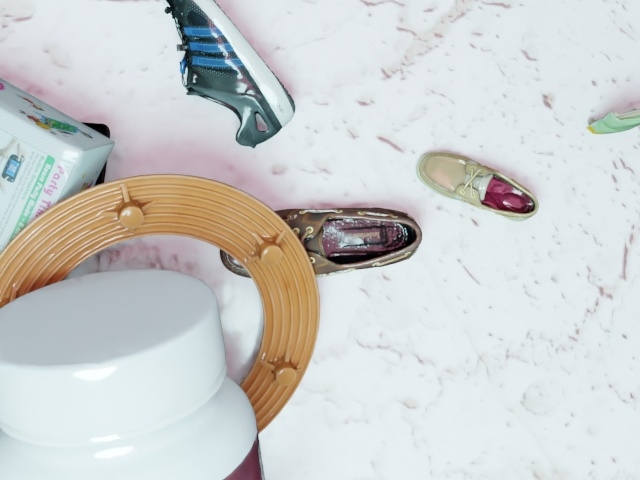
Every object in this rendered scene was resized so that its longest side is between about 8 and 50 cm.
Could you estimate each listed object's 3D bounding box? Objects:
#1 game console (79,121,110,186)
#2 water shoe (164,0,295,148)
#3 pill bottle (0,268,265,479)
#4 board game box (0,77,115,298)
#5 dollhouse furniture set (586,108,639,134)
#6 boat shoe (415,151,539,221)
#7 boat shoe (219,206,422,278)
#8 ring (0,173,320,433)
[{"bbox_3d":[-0.272,-0.061,0.959,0.107,0.071,0.122,8,90,-25],"label":"game console"},{"bbox_3d":[-0.112,-0.182,0.976,0.080,0.073,0.203,-41,94,-1],"label":"water shoe"},{"bbox_3d":[-0.153,0.238,0.830,0.224,0.224,0.392,-9,111,-5],"label":"pill bottle"},{"bbox_3d":[-0.380,-0.063,0.906,0.303,0.097,0.224,29,103,1],"label":"board game box"},{"bbox_3d":[0.361,-0.116,1.023,0.151,0.076,0.059,-13,92,-6],"label":"dollhouse furniture set"},{"bbox_3d":[0.166,-0.059,1.019,0.135,0.045,0.050,19,89,-6],"label":"boat shoe"},{"bbox_3d":[0.000,0.000,0.992,0.206,0.073,0.073,-9,93,-4],"label":"boat shoe"},{"bbox_3d":[-0.155,0.098,0.923,0.336,0.032,0.337,-9,117,-17],"label":"ring"}]
